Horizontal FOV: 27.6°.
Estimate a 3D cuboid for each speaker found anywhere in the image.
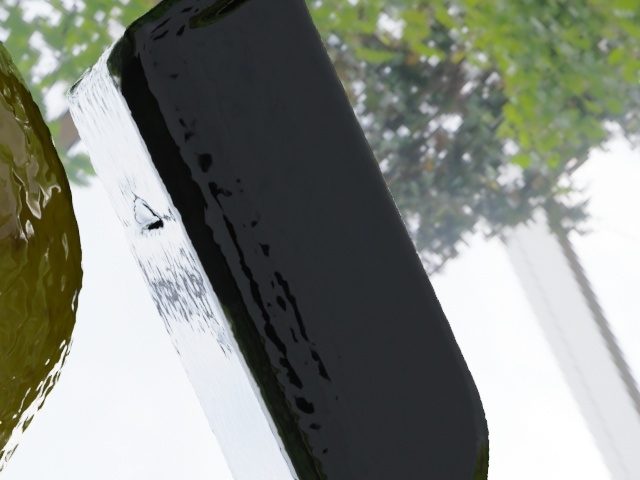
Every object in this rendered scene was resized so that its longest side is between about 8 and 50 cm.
[{"bbox_3d":[0.000,0.000,0.754,0.184,0.180,0.388,-24,-83,-18],"label":"speaker"}]

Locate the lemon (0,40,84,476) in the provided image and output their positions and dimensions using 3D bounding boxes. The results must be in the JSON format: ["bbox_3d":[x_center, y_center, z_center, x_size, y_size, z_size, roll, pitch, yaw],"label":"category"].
[{"bbox_3d":[-0.224,0.005,0.482,0.268,0.321,0.268,-6,-134,6],"label":"lemon"}]
